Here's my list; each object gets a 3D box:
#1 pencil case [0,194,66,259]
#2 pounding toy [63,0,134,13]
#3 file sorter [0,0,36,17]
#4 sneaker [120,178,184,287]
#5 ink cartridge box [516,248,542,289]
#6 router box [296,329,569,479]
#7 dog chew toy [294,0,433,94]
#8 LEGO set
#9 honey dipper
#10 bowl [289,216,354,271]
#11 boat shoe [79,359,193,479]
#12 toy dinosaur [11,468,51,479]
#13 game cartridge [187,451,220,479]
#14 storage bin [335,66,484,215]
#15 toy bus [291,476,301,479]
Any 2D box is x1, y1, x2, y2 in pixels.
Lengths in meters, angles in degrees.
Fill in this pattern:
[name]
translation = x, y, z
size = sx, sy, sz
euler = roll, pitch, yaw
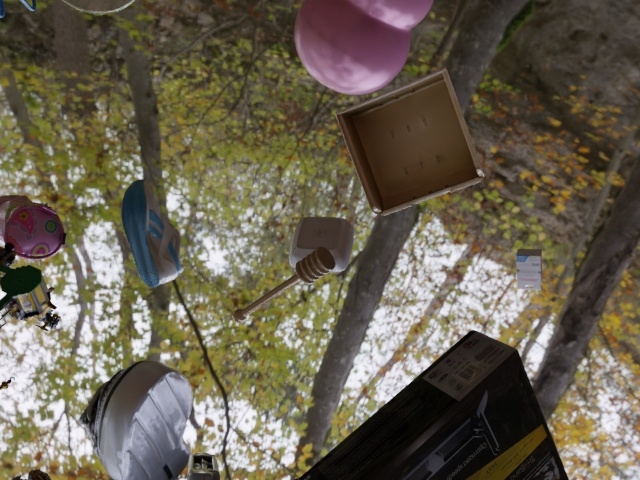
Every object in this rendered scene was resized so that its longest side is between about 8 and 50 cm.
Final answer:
[pencil case]
translation = -0.635, -0.034, 1.341
size = 0.124, 0.124, 0.284
euler = -22, -161, -31
[pounding toy]
translation = -0.407, -0.489, 1.069
size = 0.236, 0.183, 0.110
euler = 6, -161, -10
[file sorter]
translation = -0.427, -0.307, 0.701
size = 0.170, 0.118, 0.104
euler = -13, -93, -3
[sneaker]
translation = -0.358, -0.020, 1.342
size = 0.087, 0.229, 0.092
euler = -1, -166, 37
[ink cartridge box]
translation = 0.430, 0.060, 1.286
size = 0.048, 0.083, 0.028
euler = 2, -149, 24
[router box]
translation = 0.139, 0.296, 0.739
size = 0.309, 0.243, 0.081
euler = -35, -155, -18
[dog chew toy]
translation = 0.094, -0.413, 1.045
size = 0.206, 0.332, 0.207
euler = 23, -145, -17
[LEGO set]
translation = -0.570, 0.172, 0.971
size = 0.255, 0.192, 0.331
euler = 13, -133, 9
[honey dipper]
translation = -0.048, 0.059, 0.731
size = 0.030, 0.160, 0.030
euler = 33, -143, -30
[bowl]
translation = 0.000, 0.000, 1.418
size = 0.142, 0.053, 0.142
euler = 3, -125, 14
[boat shoe]
translation = -0.233, 0.225, 0.749
size = 0.119, 0.335, 0.121
euler = 32, -126, 12
[toy dinosaur]
translation = -0.523, 0.543, 1.064
size = 0.218, 0.164, 0.322
euler = -3, -162, -24
[game cartridge]
translation = -0.200, 0.462, 1.016
size = 0.062, 0.297, 0.198
euler = 10, -105, -9
[storage bin]
translation = 0.210, -0.216, 1.433
size = 0.262, 0.260, 0.123
euler = -19, -177, 17
[toy bus]
translation = -0.035, 0.510, 1.055
size = 0.220, 0.211, 0.149
euler = -23, -126, 4
